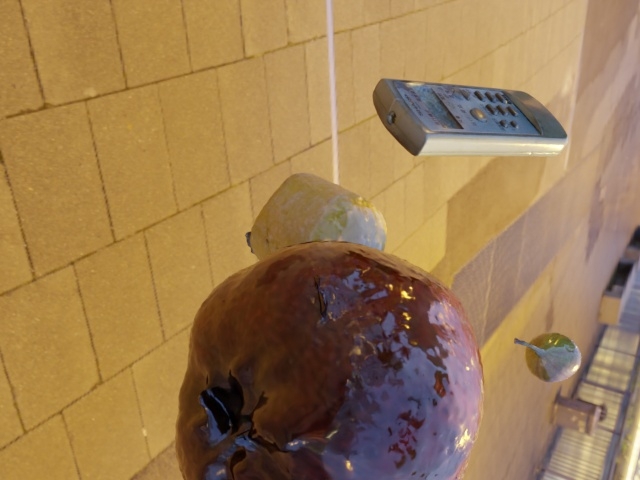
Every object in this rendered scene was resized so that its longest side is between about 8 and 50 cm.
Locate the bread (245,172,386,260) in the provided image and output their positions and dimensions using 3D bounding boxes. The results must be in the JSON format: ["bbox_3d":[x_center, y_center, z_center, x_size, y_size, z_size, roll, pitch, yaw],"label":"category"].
[{"bbox_3d":[-0.001,0.002,0.903,0.197,0.170,0.197,-35,143,-31],"label":"bread"}]

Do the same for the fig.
[{"bbox_3d":[0.370,0.203,0.993,0.166,0.093,0.093,-2,103,-40],"label":"fig"}]

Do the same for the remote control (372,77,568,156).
[{"bbox_3d":[0.168,-0.130,0.632,0.233,0.098,0.038,-6,141,-32],"label":"remote control"}]

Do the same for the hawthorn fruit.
[{"bbox_3d":[0.032,0.145,0.580,0.369,0.284,0.285,5,96,-62],"label":"hawthorn fruit"}]
